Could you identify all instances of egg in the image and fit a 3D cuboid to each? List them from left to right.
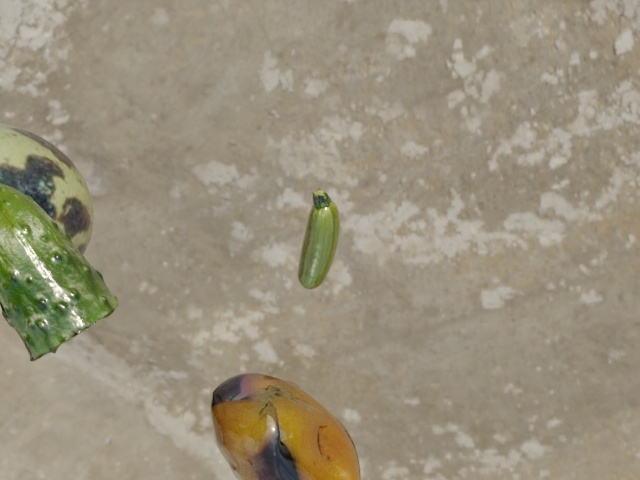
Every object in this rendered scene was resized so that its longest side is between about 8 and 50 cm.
[{"bbox_3d":[-0.661,-0.066,1.822,0.428,0.345,0.345,26,130,-31],"label":"egg"}]

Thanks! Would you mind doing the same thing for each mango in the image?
[{"bbox_3d":[-0.046,0.309,1.365,0.152,0.201,0.287,-16,126,31],"label":"mango"}]

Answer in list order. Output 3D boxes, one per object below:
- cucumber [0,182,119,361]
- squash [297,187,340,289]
[{"bbox_3d":[-0.363,0.021,1.154,0.134,0.134,0.244,-27,96,26],"label":"cucumber"},{"bbox_3d":[0.000,0.000,1.735,0.066,0.066,0.252,11,135,-1],"label":"squash"}]
